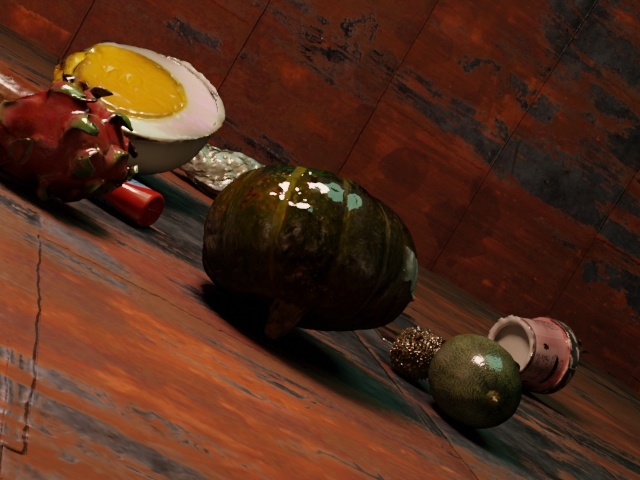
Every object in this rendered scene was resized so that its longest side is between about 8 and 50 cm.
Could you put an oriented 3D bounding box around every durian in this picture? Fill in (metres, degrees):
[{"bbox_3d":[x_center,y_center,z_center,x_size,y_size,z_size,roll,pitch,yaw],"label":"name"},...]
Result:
[{"bbox_3d":[0.138,0.154,1.482,0.091,0.080,0.080,10,-7,32],"label":"durian"}]

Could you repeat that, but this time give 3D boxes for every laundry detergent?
[{"bbox_3d":[-0.286,-0.078,1.425,0.165,0.049,0.097,31,-2,8],"label":"laundry detergent"}]

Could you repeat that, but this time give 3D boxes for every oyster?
[{"bbox_3d":[-0.181,-0.132,2.239,0.198,0.112,0.267,35,9,36],"label":"oyster"}]

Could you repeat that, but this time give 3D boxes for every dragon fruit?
[{"bbox_3d":[-0.318,-0.119,1.229,0.235,0.135,0.137,14,8,9],"label":"dragon fruit"}]

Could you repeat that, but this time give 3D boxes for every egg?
[{"bbox_3d":[-0.309,-0.186,1.764,0.264,0.174,0.286,31,29,6],"label":"egg"}]

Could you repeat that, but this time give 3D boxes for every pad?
[{"bbox_3d":[0.145,0.169,1.821,0.158,0.003,0.235,30,5,-13],"label":"pad"}]

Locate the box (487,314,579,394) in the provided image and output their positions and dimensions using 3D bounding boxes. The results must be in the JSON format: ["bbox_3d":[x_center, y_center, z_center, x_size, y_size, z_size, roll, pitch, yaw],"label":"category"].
[{"bbox_3d":[0.401,0.216,2.104,0.135,0.151,0.151,15,14,-41],"label":"box"}]

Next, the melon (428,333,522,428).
[{"bbox_3d":[0.197,0.180,1.380,0.114,0.114,0.167,30,3,-14],"label":"melon"}]

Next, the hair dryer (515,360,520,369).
[{"bbox_3d":[0.264,0.208,1.910,0.100,0.057,0.197,33,9,37],"label":"hair dryer"}]

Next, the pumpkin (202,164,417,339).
[{"bbox_3d":[-0.022,0.028,1.247,0.260,0.189,0.260,11,-18,4],"label":"pumpkin"}]

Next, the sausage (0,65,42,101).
[{"bbox_3d":[-0.431,-0.190,1.498,0.302,0.076,0.103,31,1,2],"label":"sausage"}]
